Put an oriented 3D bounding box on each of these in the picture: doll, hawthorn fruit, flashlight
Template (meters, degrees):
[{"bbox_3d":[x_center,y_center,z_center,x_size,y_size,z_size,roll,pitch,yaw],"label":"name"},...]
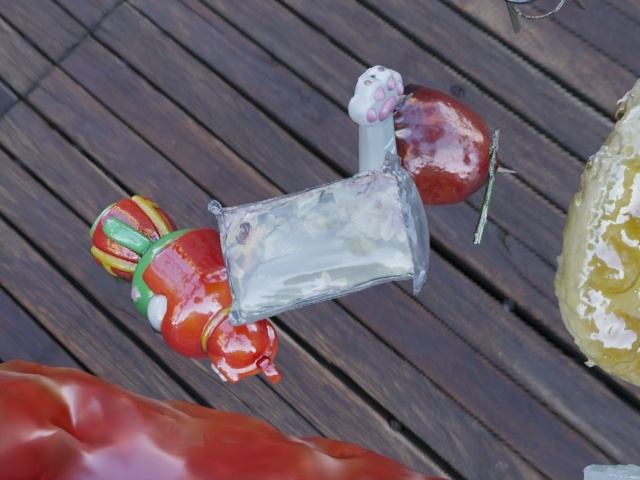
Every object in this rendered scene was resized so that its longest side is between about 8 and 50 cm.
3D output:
[{"bbox_3d":[-0.172,0.072,1.407,0.160,0.182,0.363,-41,63,-7],"label":"doll"},{"bbox_3d":[0.198,-0.145,1.649,0.251,0.189,0.189,20,73,-14],"label":"hawthorn fruit"},{"bbox_3d":[0.079,-0.147,1.371,0.047,0.200,0.093,29,57,26],"label":"flashlight"}]

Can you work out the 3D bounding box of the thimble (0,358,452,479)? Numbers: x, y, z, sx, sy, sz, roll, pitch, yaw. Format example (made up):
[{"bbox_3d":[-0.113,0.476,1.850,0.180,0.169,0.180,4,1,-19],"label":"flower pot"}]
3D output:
[{"bbox_3d":[-0.058,0.177,0.307,0.350,0.350,0.230,15,87,13],"label":"thimble"}]

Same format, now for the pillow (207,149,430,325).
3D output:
[{"bbox_3d":[0.000,0.000,1.181,0.255,0.059,0.169,-13,95,10],"label":"pillow"}]

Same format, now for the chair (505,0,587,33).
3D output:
[{"bbox_3d":[0.267,-0.325,1.280,0.104,0.221,0.095,44,101,15],"label":"chair"}]

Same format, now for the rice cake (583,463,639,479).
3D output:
[{"bbox_3d":[0.371,0.275,1.028,0.040,0.226,0.085,-6,89,-39],"label":"rice cake"}]

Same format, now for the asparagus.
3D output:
[{"bbox_3d":[0.230,-0.073,1.389,0.016,0.016,0.162,0,107,-23],"label":"asparagus"}]

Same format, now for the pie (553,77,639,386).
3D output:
[{"bbox_3d":[0.358,-0.015,0.878,0.339,0.339,0.083,-28,27,-3],"label":"pie"}]
